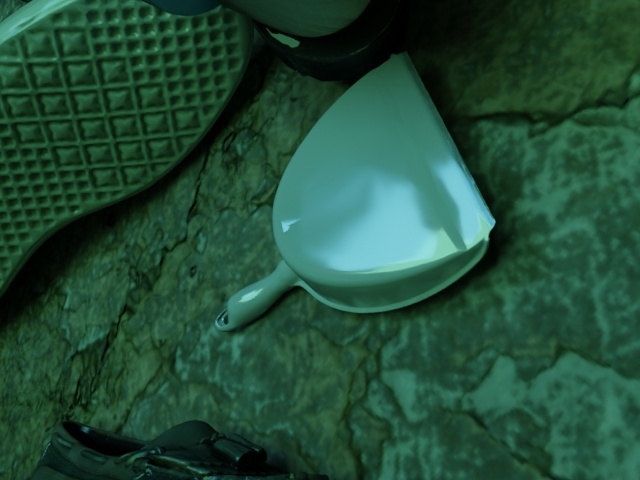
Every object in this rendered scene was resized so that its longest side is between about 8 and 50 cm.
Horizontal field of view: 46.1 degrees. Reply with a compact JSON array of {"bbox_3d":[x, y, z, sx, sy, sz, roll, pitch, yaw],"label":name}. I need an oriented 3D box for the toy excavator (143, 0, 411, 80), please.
[{"bbox_3d":[-0.086,-0.371,0.421,0.445,0.222,0.432,28,92,9],"label":"toy excavator"}]

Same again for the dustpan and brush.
[{"bbox_3d":[0.000,0.000,0.474,0.211,0.060,0.147,-32,57,19],"label":"dustpan and brush"}]

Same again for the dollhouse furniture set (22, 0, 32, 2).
[{"bbox_3d":[-0.390,-0.345,0.795,0.161,0.182,0.101,22,90,40],"label":"dollhouse furniture set"}]

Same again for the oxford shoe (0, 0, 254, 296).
[{"bbox_3d":[-0.239,-0.081,0.622,0.449,0.169,0.130,-37,35,24],"label":"oxford shoe"}]

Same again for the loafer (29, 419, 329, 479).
[{"bbox_3d":[-0.105,0.148,0.480,0.268,0.096,0.084,-15,61,36],"label":"loafer"}]
